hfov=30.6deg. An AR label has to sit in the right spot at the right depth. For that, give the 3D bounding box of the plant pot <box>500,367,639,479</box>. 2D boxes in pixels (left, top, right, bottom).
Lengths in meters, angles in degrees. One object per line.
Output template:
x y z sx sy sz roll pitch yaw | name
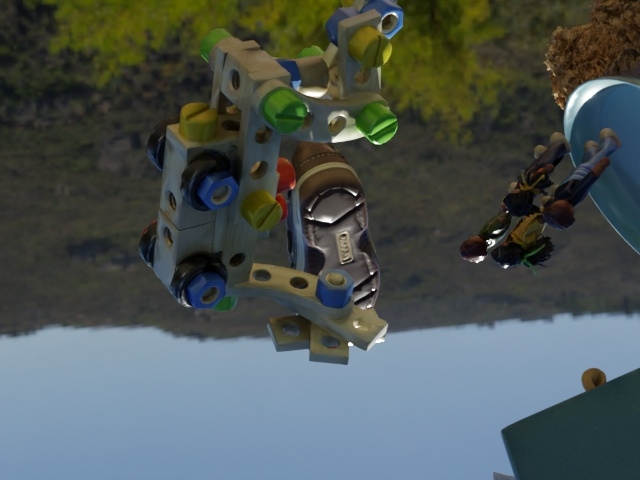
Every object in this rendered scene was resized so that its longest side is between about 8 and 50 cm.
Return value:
0.244 0.205 0.695 0.166 0.234 0.165 18 141 -42 | plant pot

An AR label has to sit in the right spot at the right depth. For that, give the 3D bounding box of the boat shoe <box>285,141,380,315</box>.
0.008 -0.002 1.223 0.095 0.095 0.257 -13 138 -14 | boat shoe

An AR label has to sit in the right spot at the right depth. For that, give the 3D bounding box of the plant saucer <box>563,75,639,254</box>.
0.403 -0.062 1.318 0.044 0.317 0.317 -39 -172 -13 | plant saucer

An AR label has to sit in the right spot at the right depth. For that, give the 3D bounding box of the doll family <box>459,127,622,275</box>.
0.190 -0.028 1.028 0.111 0.076 0.193 -44 167 -37 | doll family

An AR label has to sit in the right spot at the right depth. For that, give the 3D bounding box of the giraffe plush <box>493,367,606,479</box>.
0.314 0.237 1.255 0.210 0.181 0.170 20 -145 22 | giraffe plush

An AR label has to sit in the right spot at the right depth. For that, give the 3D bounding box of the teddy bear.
0.411 -0.275 1.490 0.245 0.338 0.113 36 175 -40 | teddy bear

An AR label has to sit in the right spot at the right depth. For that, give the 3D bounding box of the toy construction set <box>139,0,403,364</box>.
-0.031 -0.042 0.976 0.215 0.328 0.151 -17 -150 -32 | toy construction set
